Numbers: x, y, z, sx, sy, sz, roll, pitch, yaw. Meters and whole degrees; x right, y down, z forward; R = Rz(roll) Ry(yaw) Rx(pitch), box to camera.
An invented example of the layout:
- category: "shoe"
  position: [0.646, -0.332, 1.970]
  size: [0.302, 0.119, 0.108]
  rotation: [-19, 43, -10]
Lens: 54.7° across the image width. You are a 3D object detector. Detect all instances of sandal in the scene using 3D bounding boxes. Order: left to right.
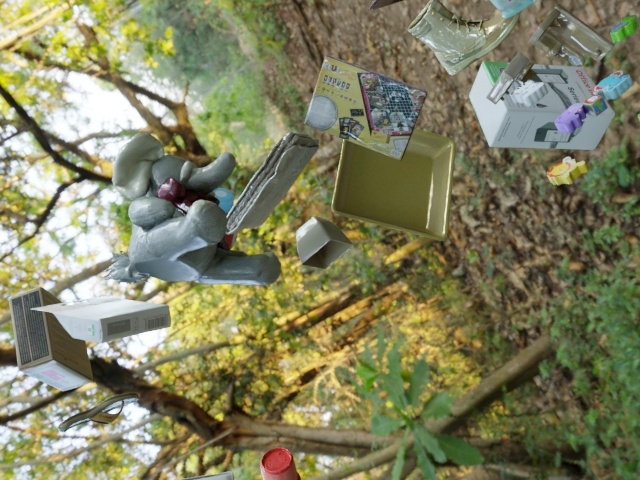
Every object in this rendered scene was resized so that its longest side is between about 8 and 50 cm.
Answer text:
- category: "sandal"
  position: [-0.493, 0.395, 1.390]
  size: [0.049, 0.180, 0.072]
  rotation: [61, 156, 17]

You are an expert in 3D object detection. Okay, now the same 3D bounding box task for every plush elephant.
- category: "plush elephant"
  position: [-0.245, -0.059, 1.141]
  size: [0.272, 0.330, 0.255]
  rotation: [39, -132, -52]

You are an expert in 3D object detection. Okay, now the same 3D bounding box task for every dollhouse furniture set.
- category: "dollhouse furniture set"
  position: [0.418, -0.311, 1.146]
  size: [0.123, 0.151, 0.144]
  rotation: [39, 171, 6]

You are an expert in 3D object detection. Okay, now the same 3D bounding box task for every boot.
- category: "boot"
  position: [0.387, -0.594, 1.691]
  size: [0.203, 0.262, 0.095]
  rotation: [39, -127, -17]

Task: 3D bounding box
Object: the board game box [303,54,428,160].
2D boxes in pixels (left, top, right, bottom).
- category: "board game box"
  position: [0.102, -0.302, 1.412]
  size: [0.243, 0.165, 0.042]
  rotation: [22, -159, 6]

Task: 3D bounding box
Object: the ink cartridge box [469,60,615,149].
- category: "ink cartridge box"
  position: [0.554, -0.343, 1.571]
  size: [0.121, 0.290, 0.211]
  rotation: [101, 164, -49]

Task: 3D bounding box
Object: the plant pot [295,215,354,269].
- category: "plant pot"
  position: [0.000, 0.000, 1.595]
  size: [0.109, 0.109, 0.096]
  rotation: [15, -139, -52]

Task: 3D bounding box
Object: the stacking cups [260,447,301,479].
- category: "stacking cups"
  position: [-0.065, 0.543, 1.212]
  size: [0.096, 0.096, 0.316]
  rotation: [-113, 10, -60]

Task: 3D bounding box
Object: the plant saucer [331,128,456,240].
- category: "plant saucer"
  position: [0.204, -0.171, 1.757]
  size: [0.081, 0.333, 0.332]
  rotation: [122, 160, -65]

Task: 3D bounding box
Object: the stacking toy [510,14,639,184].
- category: "stacking toy"
  position: [0.414, -0.211, 0.942]
  size: [0.167, 0.221, 0.052]
  rotation: [53, -178, -24]

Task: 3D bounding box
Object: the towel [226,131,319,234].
- category: "towel"
  position: [-0.112, -0.133, 1.468]
  size: [0.049, 0.282, 0.187]
  rotation: [40, -163, 10]

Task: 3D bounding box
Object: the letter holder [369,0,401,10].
- category: "letter holder"
  position: [0.196, -0.623, 1.228]
  size: [0.152, 0.302, 0.214]
  rotation: [53, -134, -3]

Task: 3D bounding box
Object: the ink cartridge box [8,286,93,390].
- category: "ink cartridge box"
  position: [-0.659, 0.247, 1.523]
  size: [0.234, 0.088, 0.193]
  rotation: [83, 168, -64]

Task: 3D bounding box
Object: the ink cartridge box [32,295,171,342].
- category: "ink cartridge box"
  position: [-0.455, 0.160, 1.286]
  size: [0.181, 0.225, 0.056]
  rotation: [-7, -84, -57]

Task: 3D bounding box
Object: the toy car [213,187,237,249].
- category: "toy car"
  position: [-0.270, 0.028, 1.525]
  size: [0.238, 0.210, 0.219]
  rotation: [47, 135, 37]

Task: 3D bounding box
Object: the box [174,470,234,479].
- category: "box"
  position: [-0.148, 0.403, 0.710]
  size: [0.148, 0.127, 0.232]
  rotation: [-108, 14, -53]

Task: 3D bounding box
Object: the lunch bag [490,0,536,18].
- category: "lunch bag"
  position: [0.305, -0.495, 0.978]
  size: [0.223, 0.160, 0.262]
  rotation: [55, -148, -13]
